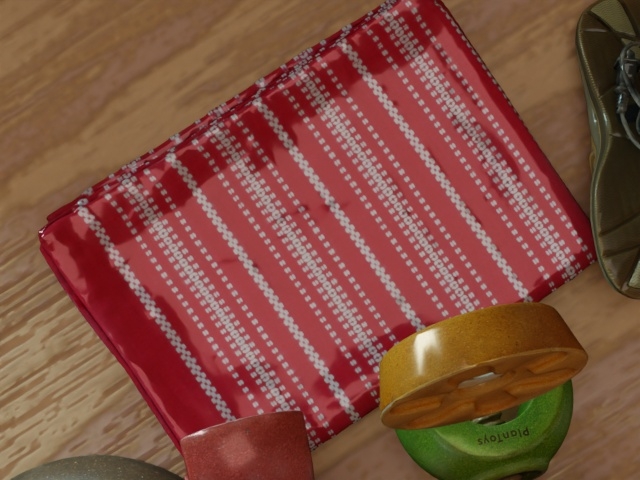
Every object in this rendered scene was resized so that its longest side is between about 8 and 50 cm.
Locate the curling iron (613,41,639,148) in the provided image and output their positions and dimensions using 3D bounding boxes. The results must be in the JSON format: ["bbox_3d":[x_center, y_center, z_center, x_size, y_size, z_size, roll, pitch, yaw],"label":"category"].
[{"bbox_3d":[0.258,-0.155,0.773,0.068,0.035,0.274,40,78,12],"label":"curling iron"}]

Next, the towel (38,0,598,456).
[{"bbox_3d":[0.000,0.000,0.791,0.275,0.031,0.199,-33,87,-2],"label":"towel"}]

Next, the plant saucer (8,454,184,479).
[{"bbox_3d":[-0.129,0.221,0.774,0.198,0.036,0.198,0,86,2],"label":"plant saucer"}]

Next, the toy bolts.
[{"bbox_3d":[0.046,0.151,0.678,0.228,0.218,0.158,-15,69,-4],"label":"toy bolts"}]

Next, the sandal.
[{"bbox_3d":[0.179,-0.052,0.787,0.072,0.049,0.180,-4,71,-5],"label":"sandal"}]
